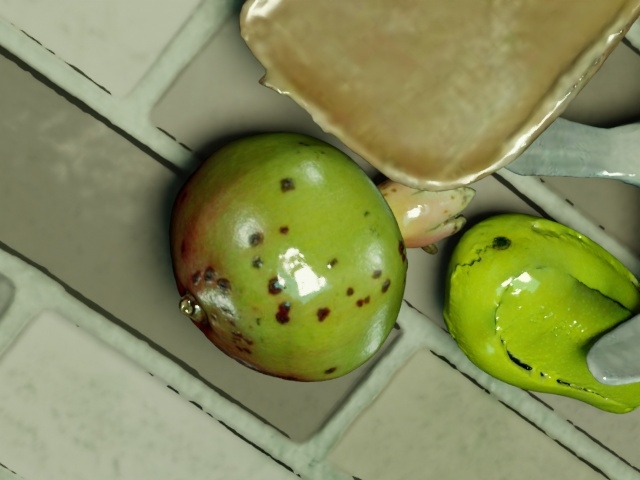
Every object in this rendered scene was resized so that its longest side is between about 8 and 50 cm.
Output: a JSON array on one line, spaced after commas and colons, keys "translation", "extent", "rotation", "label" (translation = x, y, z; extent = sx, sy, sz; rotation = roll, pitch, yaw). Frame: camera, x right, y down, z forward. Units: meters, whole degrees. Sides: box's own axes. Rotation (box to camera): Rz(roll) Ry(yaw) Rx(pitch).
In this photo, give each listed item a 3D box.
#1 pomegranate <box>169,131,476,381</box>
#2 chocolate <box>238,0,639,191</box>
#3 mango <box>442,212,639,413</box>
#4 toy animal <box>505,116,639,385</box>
[{"translation": [-0.006, -0.003, 1.006], "extent": [0.159, 0.129, 0.129], "rotation": [-46, 124, -42], "label": "pomegranate"}, {"translation": [0.089, -0.145, 0.974], "extent": [0.161, 0.083, 0.261], "rotation": [44, 94, 6], "label": "chocolate"}, {"translation": [0.129, 0.043, 1.074], "extent": [0.091, 0.074, 0.165], "rotation": [-39, 130, 17], "label": "mango"}, {"translation": [0.215, -0.037, 1.032], "extent": [0.255, 0.176, 0.239], "rotation": [5, 81, 4], "label": "toy animal"}]
